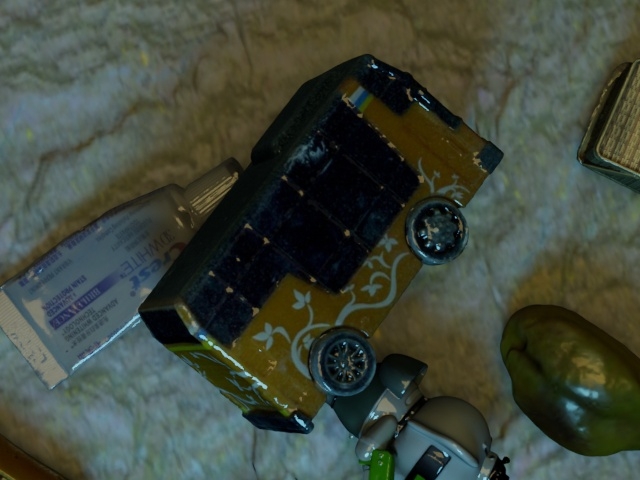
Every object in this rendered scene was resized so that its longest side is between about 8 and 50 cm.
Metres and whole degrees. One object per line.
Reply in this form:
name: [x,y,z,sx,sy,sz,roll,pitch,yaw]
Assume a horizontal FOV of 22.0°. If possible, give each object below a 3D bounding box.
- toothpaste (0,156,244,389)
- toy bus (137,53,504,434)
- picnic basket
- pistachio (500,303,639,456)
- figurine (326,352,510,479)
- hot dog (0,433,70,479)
toothpaste: [-0.186,0.017,1.594,0.282,0.068,0.099,-37,61,2]
toy bus: [0.000,0.000,1.511,0.194,0.162,0.323,40,74,-13]
picnic basket: [0.344,-0.096,1.605,0.164,0.079,0.115,24,86,0]
pistachio: [0.253,0.138,1.574,0.189,0.110,0.100,44,54,2]
figurine: [0.093,0.184,1.556,0.192,0.147,0.126,29,100,13]
hot dog: [-0.368,0.218,1.549,0.337,0.100,0.135,35,86,0]
